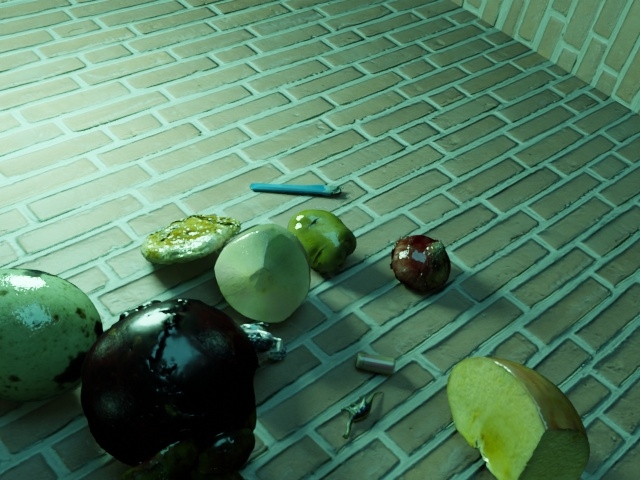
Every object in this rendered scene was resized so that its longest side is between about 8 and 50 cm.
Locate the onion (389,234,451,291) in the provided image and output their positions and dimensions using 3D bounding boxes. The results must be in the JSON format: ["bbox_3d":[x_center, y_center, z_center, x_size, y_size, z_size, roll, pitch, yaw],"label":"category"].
[{"bbox_3d":[0.293,0.051,2.222,0.184,0.147,0.184,16,46,-18],"label":"onion"}]

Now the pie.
[{"bbox_3d":[-0.345,-0.007,2.104,0.274,0.055,0.274,-13,21,5],"label":"pie"}]

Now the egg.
[{"bbox_3d":[-0.659,0.203,1.711,0.379,0.287,0.287,0,41,13],"label":"egg"}]

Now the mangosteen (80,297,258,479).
[{"bbox_3d":[-0.313,0.330,1.627,0.381,0.381,0.421,3,73,-12],"label":"mangosteen"}]

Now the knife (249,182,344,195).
[{"bbox_3d":[-0.072,-0.160,2.440,0.297,0.026,0.044,2,41,-9],"label":"knife"}]

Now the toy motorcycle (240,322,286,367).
[{"bbox_3d":[-0.148,0.248,1.888,0.204,0.108,0.239,16,1,-35],"label":"toy motorcycle"}]

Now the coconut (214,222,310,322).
[{"bbox_3d":[-0.141,0.082,2.019,0.259,0.259,0.259,7,43,-7],"label":"coconut"}]

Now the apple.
[{"bbox_3d":[0.444,0.409,1.812,0.252,0.314,0.309,-34,41,4],"label":"apple"}]

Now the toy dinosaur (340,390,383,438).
[{"bbox_3d":[0.090,0.398,1.882,0.058,0.037,0.180,48,56,1],"label":"toy dinosaur"}]

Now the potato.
[{"bbox_3d":[0.000,-0.002,2.207,0.200,0.137,0.154,34,47,19],"label":"potato"}]

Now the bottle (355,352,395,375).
[{"bbox_3d":[0.138,0.310,1.981,0.096,0.045,0.045,9,43,-1],"label":"bottle"}]
